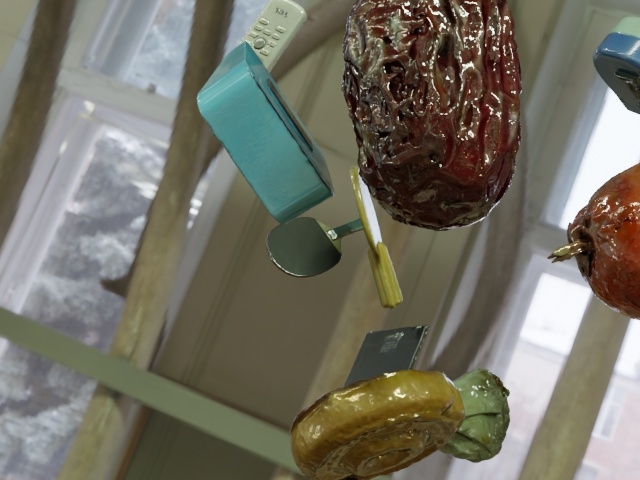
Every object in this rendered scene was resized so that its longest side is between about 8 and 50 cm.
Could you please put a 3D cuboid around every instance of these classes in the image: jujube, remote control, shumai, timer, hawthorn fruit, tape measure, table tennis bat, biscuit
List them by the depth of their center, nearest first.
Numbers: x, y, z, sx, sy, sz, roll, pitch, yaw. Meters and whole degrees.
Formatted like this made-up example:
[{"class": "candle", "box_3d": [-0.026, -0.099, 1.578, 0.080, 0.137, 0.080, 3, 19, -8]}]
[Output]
[{"class": "jujube", "box_3d": [0.141, -0.199, 1.278, 0.258, 0.377, 0.258, 6, -26, 3]}, {"class": "timer", "box_3d": [-0.077, -0.165, 1.460, 0.232, 0.091, 0.250, 55, 12, -17]}, {"class": "hawthorn fruit", "box_3d": [0.496, 0.005, 1.509, 0.307, 0.276, 0.276, -2, -5, -12]}, {"class": "biscuit", "box_3d": [0.095, 0.311, 1.596, 0.296, 0.102, 0.296, -14, -33, -9]}, {"class": "tape measure", "box_3d": [0.593, -0.254, 1.612, 0.215, 0.098, 0.351, 40, -2, -31]}, {"class": "shumai", "box_3d": [0.255, 0.308, 1.832, 0.184, 0.184, 0.142, 15, -14, 35]}, {"class": "remote control", "box_3d": [-0.105, -0.376, 1.878, 0.087, 0.190, 0.029, 32, -7, 27]}, {"class": "table tennis bat", "box_3d": [0.116, -0.007, 2.144, 0.050, 0.321, 0.198, -15, 3, 7]}, {"class": "table tennis bat", "box_3d": [0.000, 0.000, 2.257, 0.154, 0.274, 0.021, 54, -34, 21]}]

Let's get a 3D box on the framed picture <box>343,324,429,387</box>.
[{"class": "framed picture", "box_3d": [0.093, 0.330, 2.013, 0.014, 0.339, 0.255, 31, -20, -18]}]
